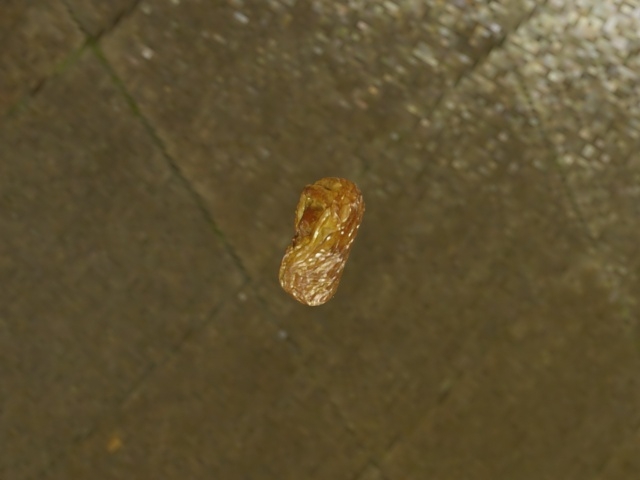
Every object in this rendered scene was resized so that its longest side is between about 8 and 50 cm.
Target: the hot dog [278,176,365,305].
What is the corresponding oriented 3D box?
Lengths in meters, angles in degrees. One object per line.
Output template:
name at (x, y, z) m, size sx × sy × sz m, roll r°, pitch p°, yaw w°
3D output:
hot dog at (0.000, 0.000, 1.064) m, size 0.083 × 0.035 × 0.058 m, roll 108°, pitch -3°, yaw -59°
